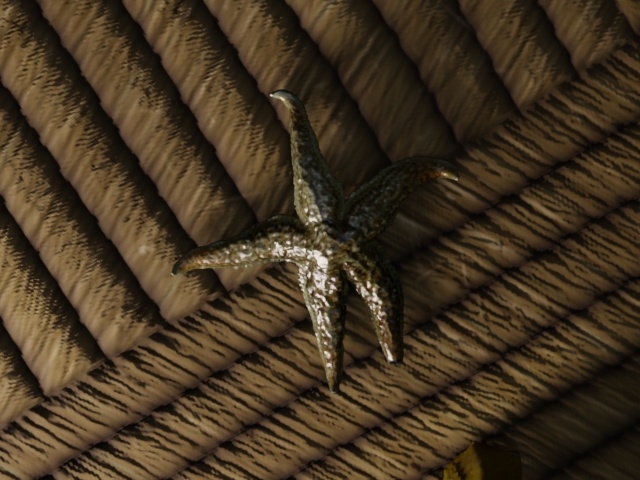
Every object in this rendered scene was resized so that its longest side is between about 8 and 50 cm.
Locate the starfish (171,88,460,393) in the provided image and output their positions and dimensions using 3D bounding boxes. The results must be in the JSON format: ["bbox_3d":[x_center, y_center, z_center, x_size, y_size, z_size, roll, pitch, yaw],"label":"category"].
[{"bbox_3d":[0.000,0.000,1.186,0.217,0.050,0.223,-16,96,10],"label":"starfish"}]

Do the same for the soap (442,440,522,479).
[{"bbox_3d":[0.008,0.328,1.186,0.305,0.169,0.338,-3,101,-11],"label":"soap"}]
